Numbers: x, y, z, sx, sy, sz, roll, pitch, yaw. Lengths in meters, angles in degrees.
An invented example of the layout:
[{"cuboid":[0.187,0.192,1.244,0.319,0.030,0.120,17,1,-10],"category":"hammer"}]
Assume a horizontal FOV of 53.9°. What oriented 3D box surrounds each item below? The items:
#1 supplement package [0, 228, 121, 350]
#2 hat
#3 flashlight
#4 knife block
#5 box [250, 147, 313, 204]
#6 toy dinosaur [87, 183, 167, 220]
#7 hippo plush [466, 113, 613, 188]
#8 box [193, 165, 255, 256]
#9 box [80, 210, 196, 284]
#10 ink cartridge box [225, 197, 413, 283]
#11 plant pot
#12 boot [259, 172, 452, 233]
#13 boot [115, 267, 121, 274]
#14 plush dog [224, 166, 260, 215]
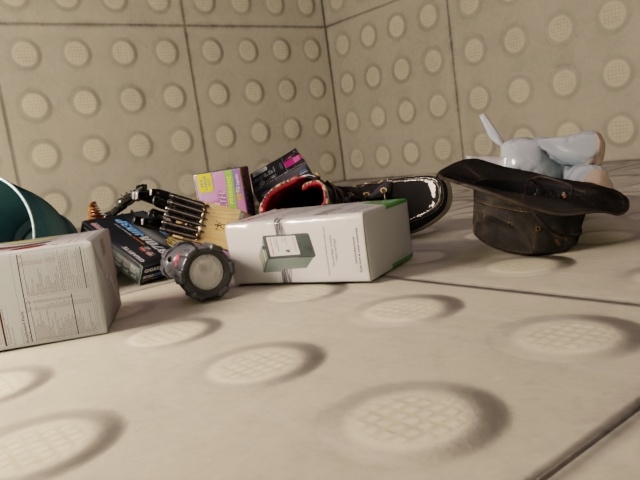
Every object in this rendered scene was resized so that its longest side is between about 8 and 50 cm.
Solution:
[{"cuboid":[-0.446,0.073,1.015,0.203,0.149,0.194,-8,8,-10],"category":"supplement package"},{"cuboid":[0.367,-0.048,1.137,0.332,0.133,0.331,6,20,-2],"category":"hat"},{"cuboid":[-0.250,0.051,1.199,0.103,0.103,0.304,18,-7,-24],"category":"flashlight"},{"cuboid":[-0.265,-0.039,1.356,0.242,0.088,0.276,14,-4,15],"category":"knife block"},{"cuboid":[-0.090,-0.137,1.724,0.163,0.142,0.247,-30,18,1],"category":"box"},{"cuboid":[-0.526,-0.031,1.669,0.219,0.164,0.322,-30,5,-4],"category":"toy dinosaur"},{"cuboid":[0.479,-0.103,1.365,0.295,0.234,0.236,14,-13,29],"category":"hippo plush"},{"cuboid":[-0.239,-0.082,1.653,0.118,0.213,0.243,-9,8,0],"category":"box"},{"cuboid":[-0.405,0.010,1.427,0.220,0.051,0.175,31,28,28],"category":"box"},{"cuboid":[0.000,0.000,1.188,0.289,0.121,0.211,-3,9,30],"category":"ink cartridge box"},{"cuboid":[-0.653,0.012,1.326,0.272,0.271,0.255,-7,-6,7],"category":"plant pot"},{"cuboid":[0.076,-0.082,1.419,0.378,0.138,0.284,-7,-7,34],"category":"boot"},{"cuboid":[-0.538,0.026,1.550,0.262,0.095,0.203,9,16,29],"category":"boot"},{"cuboid":[-0.239,-0.093,1.945,0.263,0.210,0.225,0,-15,34],"category":"plush dog"}]
